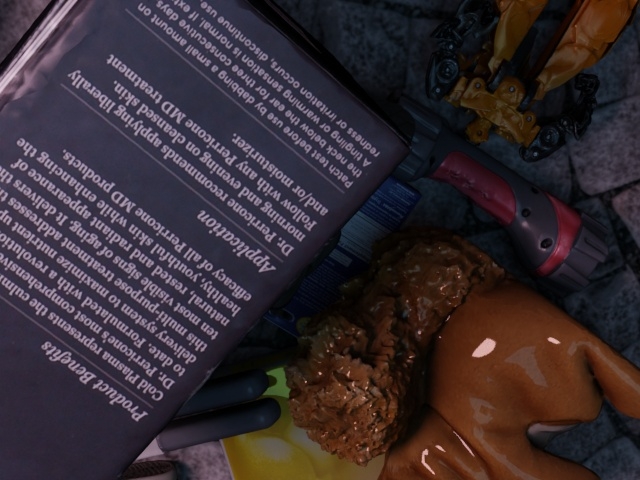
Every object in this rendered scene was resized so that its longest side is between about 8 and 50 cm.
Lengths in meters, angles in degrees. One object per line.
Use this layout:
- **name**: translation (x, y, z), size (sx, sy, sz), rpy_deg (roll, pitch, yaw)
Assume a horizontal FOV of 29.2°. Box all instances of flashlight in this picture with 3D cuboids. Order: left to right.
- **flashlight**: translation (0.189, -0.049, 1.423), size (0.304, 0.103, 0.103), rpy_deg (30, 102, -15)

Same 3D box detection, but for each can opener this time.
- **can opener**: translation (-0.179, 0.217, 1.430), size (0.280, 0.093, 0.074), rpy_deg (-17, 101, 24)

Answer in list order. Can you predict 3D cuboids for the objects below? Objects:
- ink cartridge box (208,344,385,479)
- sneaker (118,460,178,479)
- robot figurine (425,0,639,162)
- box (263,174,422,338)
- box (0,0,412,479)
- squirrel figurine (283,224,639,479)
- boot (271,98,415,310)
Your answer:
- **ink cartridge box**: translation (0.041, 0.262, 1.517), size (0.307, 0.072, 0.304), rpy_deg (-16, 106, 1)
- **sneaker**: translation (-0.278, 0.344, 1.487), size (0.222, 0.083, 0.118), rpy_deg (-6, 98, -6)
- **robot figurine**: translation (0.244, -0.233, 1.375), size (0.211, 0.085, 0.291), rpy_deg (32, 97, -14)
- **box**: translation (0.000, 0.000, 1.448), size (0.136, 0.036, 0.225), rpy_deg (33, 99, -14)
- **box**: translation (-0.208, -0.056, 1.175), size (0.297, 0.480, 0.472), rpy_deg (41, 98, -17)
- **squirrel figurine**: translation (0.126, 0.202, 1.382), size (0.397, 0.281, 0.370), rpy_deg (37, 92, -12)
- **boot**: translation (0.005, -0.039, 1.352), size (0.083, 0.161, 0.246), rpy_deg (42, 80, 15)
